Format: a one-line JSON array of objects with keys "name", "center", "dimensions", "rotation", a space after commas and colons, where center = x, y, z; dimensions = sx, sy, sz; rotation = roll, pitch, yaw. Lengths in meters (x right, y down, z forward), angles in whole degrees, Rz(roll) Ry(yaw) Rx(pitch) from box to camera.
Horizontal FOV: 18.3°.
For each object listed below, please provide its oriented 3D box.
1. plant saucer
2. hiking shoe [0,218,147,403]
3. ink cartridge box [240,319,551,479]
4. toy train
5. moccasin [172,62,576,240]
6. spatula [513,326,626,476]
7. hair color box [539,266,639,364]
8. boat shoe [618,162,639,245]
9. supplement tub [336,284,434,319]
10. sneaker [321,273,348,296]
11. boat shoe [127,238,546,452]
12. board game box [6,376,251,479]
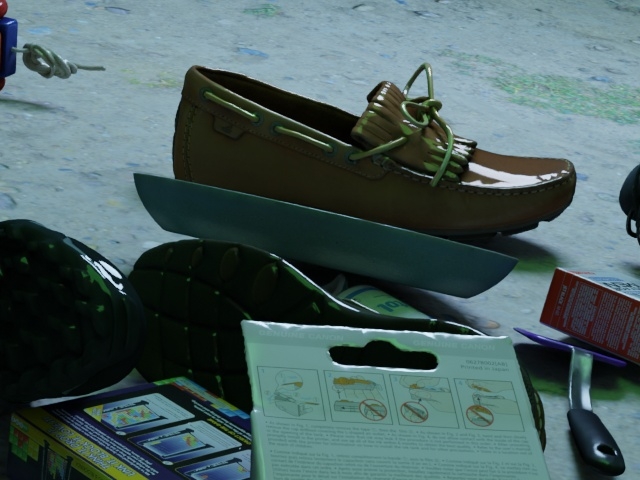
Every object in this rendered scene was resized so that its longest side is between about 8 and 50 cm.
[{"name": "plant saucer", "center": [0.000, 0.000, 1.603], "dimensions": [0.317, 0.044, 0.317], "rotation": [13, 0, 0]}, {"name": "hiking shoe", "center": [-0.171, 0.047, 1.282], "dimensions": [0.132, 0.113, 0.304], "rotation": [6, -3, -31]}, {"name": "ink cartridge box", "center": [0.045, 0.145, 1.163], "dimensions": [0.181, 0.056, 0.225], "rotation": [5, 38, -14]}, {"name": "toy train", "center": [-0.361, -0.184, 2.043], "dimensions": [0.248, 0.105, 0.143], "rotation": [13, 28, 13]}, {"name": "moccasin", "center": [0.053, -0.092, 1.867], "dimensions": [0.380, 0.147, 0.139], "rotation": [12, 18, 10]}, {"name": "spatula", "center": [0.197, 0.116, 1.485], "dimensions": [0.084, 0.030, 0.296], "rotation": [16, 18, -4]}, {"name": "hair color box", "center": [0.273, 0.071, 1.605], "dimensions": [0.167, 0.053, 0.093], "rotation": [24, 13, 37]}, {"name": "boat shoe", "center": [0.340, -0.035, 1.871], "dimensions": [0.113, 0.127, 0.340], "rotation": [17, 17, 26]}, {"name": "supplement tub", "center": [0.054, 0.081, 1.459], "dimensions": [0.071, 0.071, 0.107], "rotation": [-6, 23, -40]}, {"name": "sneaker", "center": [-0.053, 0.048, 1.497], "dimensions": [0.161, 0.075, 0.057], "rotation": [5, 18, -13]}, {"name": "boat shoe", "center": [0.007, 0.095, 1.354], "dimensions": [0.324, 0.123, 0.120], "rotation": [20, -10, 30]}, {"name": "board game box", "center": [-0.088, 0.146, 1.225], "dimensions": [0.141, 0.048, 0.170], "rotation": [-10, 25, -41]}]
